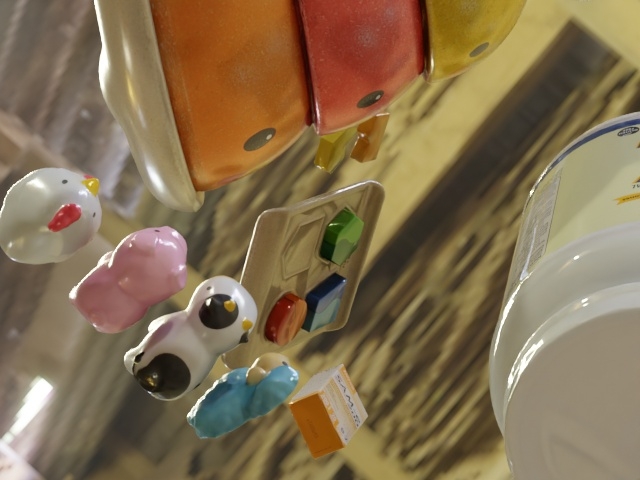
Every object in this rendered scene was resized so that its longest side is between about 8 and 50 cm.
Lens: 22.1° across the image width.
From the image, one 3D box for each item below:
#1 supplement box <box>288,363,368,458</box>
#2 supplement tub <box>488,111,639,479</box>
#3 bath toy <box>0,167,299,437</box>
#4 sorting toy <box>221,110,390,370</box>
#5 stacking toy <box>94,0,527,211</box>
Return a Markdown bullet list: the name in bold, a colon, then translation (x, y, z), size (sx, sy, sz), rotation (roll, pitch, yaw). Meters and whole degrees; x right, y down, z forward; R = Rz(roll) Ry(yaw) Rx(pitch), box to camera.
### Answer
- **supplement box**: translation (0.009, 0.167, 1.613), size (0.036, 0.062, 0.098), rotation (-24, 6, 19)
- **supplement tub**: translation (0.247, 0.063, 1.182), size (0.235, 0.235, 0.325), rotation (-51, 6, 27)
- **bath toy**: translation (-0.179, 0.053, 1.709), size (0.151, 0.348, 0.129), rotation (-51, 18, -20)
- **sorting toy**: translation (0.000, 0.000, 1.930), size (0.229, 0.041, 0.307), rotation (-17, -51, -52)
- **stacking toy**: translation (0.054, -0.230, 1.358), size (0.480, 0.351, 0.350), rotation (-10, -4, 1)
